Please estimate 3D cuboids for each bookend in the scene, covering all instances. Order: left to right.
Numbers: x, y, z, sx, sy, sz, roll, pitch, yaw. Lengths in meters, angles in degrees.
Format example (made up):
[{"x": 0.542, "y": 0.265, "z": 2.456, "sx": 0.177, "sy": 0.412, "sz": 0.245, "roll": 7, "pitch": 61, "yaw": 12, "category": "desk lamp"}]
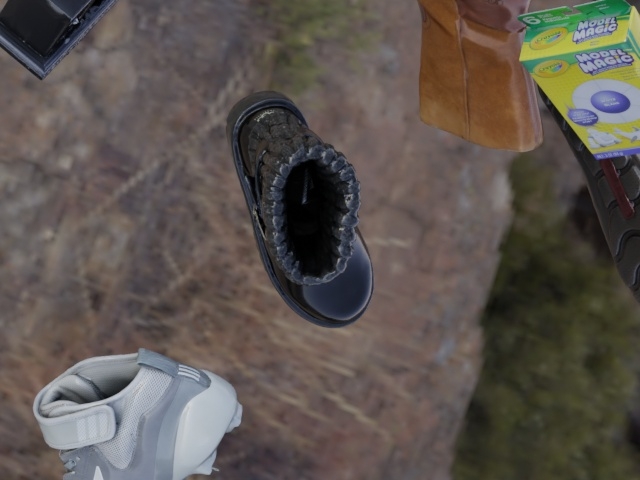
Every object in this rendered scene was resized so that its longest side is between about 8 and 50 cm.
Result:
[{"x": -0.220, "y": -0.257, "z": 1.690, "sx": 0.157, "sy": 0.072, "sz": 0.156, "roll": -45, "pitch": -172, "yaw": 44, "category": "bookend"}]

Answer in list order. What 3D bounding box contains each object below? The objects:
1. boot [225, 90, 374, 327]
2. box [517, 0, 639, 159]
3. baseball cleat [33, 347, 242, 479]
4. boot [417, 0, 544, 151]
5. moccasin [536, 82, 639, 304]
[{"x": -0.004, "y": 0.001, "z": 2.157, "sx": 0.131, "sy": 0.260, "sz": 0.348, "roll": -29, "pitch": 118, "yaw": -5, "category": "boot"}, {"x": 0.248, "y": -0.140, "z": 1.544, "sx": 0.179, "sy": 0.105, "sz": 0.043, "roll": 46, "pitch": 49, "yaw": -40, "category": "box"}, {"x": -0.132, "y": 0.133, "z": 1.048, "sx": 0.206, "sy": 0.109, "sz": 0.072, "roll": -52, "pitch": -161, "yaw": 29, "category": "baseball cleat"}, {"x": 0.110, "y": -0.237, "z": 1.845, "sx": 0.096, "sy": 0.264, "sz": 0.280, "roll": -54, "pitch": 150, "yaw": -34, "category": "boot"}, {"x": 0.379, "y": -0.059, "z": 2.029, "sx": 0.147, "sy": 0.380, "sz": 0.139, "roll": -15, "pitch": 159, "yaw": -34, "category": "moccasin"}]
